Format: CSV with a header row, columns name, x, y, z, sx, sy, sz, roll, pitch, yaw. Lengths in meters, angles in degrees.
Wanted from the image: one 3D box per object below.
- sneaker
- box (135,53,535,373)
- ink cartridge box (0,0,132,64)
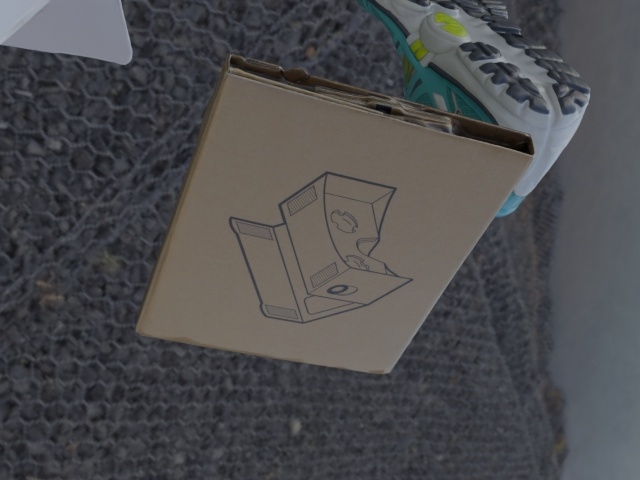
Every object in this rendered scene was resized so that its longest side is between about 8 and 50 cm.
name,x,y,z,sx,sy,sz,roll,pitch,yaw
sneaker,0.087,-0.125,0.704,0.107,0.275,0.110,3,127,-24
box,0.000,0.000,0.522,0.164,0.021,0.201,12,134,-15
ink cartridge box,-0.240,-0.220,0.464,0.353,0.207,0.119,80,30,-42
